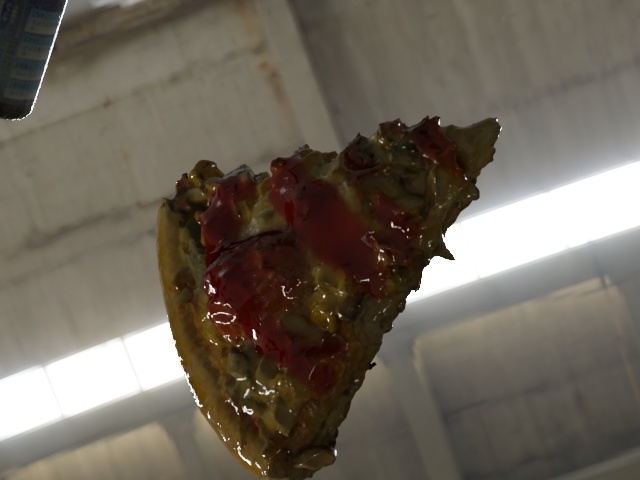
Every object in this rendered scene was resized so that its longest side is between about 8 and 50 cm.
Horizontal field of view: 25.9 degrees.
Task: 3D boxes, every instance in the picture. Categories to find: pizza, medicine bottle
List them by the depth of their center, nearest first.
[{"bbox_3d":[0.000,0.000,0.660,0.199,0.188,0.062,-41,142,16],"label":"pizza"},{"bbox_3d":[-0.253,-0.207,1.167,0.083,0.203,0.083,20,-161,-7],"label":"medicine bottle"}]
